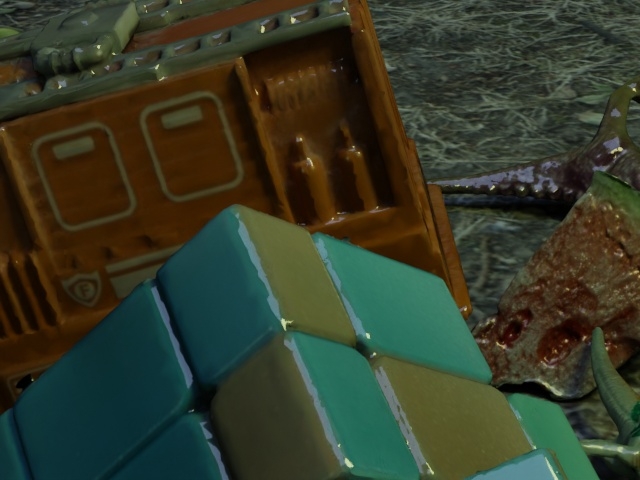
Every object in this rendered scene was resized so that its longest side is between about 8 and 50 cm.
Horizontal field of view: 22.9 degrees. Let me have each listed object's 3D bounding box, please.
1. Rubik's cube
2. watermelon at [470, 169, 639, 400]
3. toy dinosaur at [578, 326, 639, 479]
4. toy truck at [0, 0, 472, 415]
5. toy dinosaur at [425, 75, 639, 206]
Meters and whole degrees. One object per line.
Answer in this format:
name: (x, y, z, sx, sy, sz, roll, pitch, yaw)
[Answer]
Rubik's cube: (-0.013, 0.140, 0.595, 0.224, 0.265, 0.213, 17, 39, -47)
watermelon: (0.164, 0.032, 0.945, 0.158, 0.121, 0.098, -28, 60, -37)
toy dinosaur: (0.185, 0.112, 0.839, 0.106, 0.044, 0.187, 8, 31, 14)
toy truck: (-0.133, -0.012, 0.834, 0.388, 0.206, 0.173, -15, 26, 5)
toy dinosaur: (0.187, -0.044, 1.136, 0.251, 0.072, 0.200, 31, 49, 29)
